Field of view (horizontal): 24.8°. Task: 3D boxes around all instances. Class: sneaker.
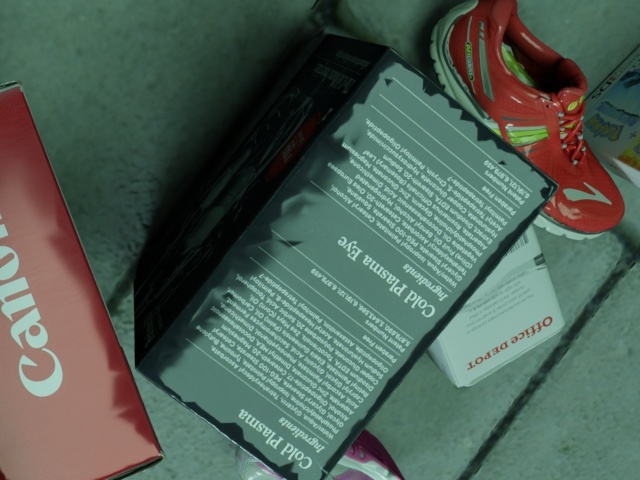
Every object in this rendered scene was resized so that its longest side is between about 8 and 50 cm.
[{"bbox_3d":[0.217,-0.115,1.407,0.279,0.118,0.107,50,49,-17],"label":"sneaker"},{"bbox_3d":[0.006,0.248,1.536,0.252,0.103,0.111,38,97,-26],"label":"sneaker"}]

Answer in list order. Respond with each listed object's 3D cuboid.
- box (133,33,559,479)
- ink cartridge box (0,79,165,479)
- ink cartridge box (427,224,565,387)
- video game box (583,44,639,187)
[{"bbox_3d":[0.000,0.000,1.253,0.179,0.343,0.312,37,93,-12],"label":"box"},{"bbox_3d":[-0.239,0.044,1.131,0.130,0.272,0.309,-22,98,-13],"label":"ink cartridge box"},{"bbox_3d":[0.157,0.035,1.515,0.139,0.082,0.190,-30,122,-11],"label":"ink cartridge box"},{"bbox_3d":[0.360,-0.138,1.463,0.187,0.205,0.048,-47,119,0],"label":"video game box"}]
